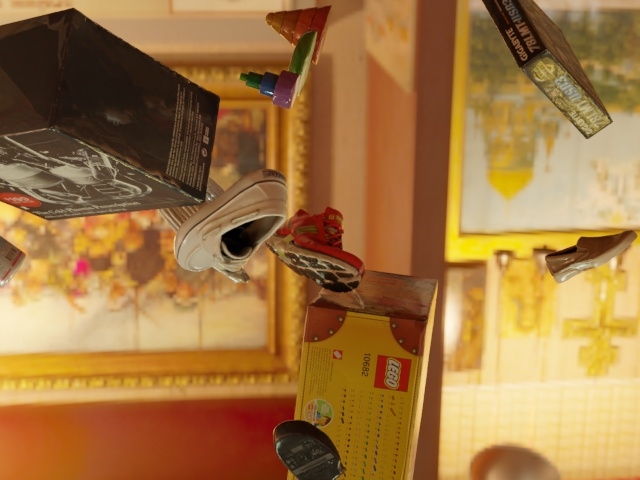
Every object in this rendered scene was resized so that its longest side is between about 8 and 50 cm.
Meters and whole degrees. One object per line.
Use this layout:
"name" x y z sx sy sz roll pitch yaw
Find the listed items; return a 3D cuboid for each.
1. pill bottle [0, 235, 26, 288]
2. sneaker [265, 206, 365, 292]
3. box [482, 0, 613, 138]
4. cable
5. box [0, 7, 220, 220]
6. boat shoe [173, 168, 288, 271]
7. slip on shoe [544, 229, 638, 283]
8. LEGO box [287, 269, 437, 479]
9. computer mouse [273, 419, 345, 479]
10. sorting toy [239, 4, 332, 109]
"pill bottle" -0.661 0.016 2.333 0.160 0.087 0.087 38 -168 -15
"sneaker" 0.000 0.000 1.966 0.118 0.107 0.279 -51 -152 -7
"box" 0.439 -0.381 2.386 0.295 0.073 0.293 33 -152 -45
"cable" -0.230 -0.051 2.366 0.257 0.089 0.257 34 -162 -52
"box" -0.381 -0.167 1.745 0.343 0.178 0.312 -5 159 35
"boat shoe" -0.134 -0.007 1.814 0.096 0.088 0.267 16 142 -38
"slip on shoe" 0.356 0.013 1.588 0.135 0.041 0.051 -32 -178 45
"LEGO box" 0.068 0.326 2.041 0.193 0.500 0.372 8 -171 7
"computer mouse" 0.022 0.312 1.544 0.071 0.242 0.041 -27 -155 21
"sorting toy" -0.074 -0.360 2.274 0.126 0.127 0.365 17 -146 3
